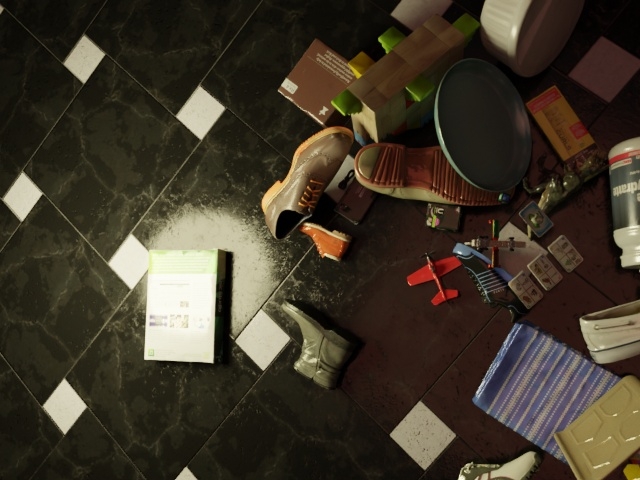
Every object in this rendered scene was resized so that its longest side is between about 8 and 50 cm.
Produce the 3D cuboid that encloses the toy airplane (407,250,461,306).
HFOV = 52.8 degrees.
[{"bbox_3d":[0.294,0.098,1.627,0.151,0.028,0.151,-3,82,19],"label":"toy airplane"}]

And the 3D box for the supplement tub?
[{"bbox_3d":[0.735,-0.081,1.399,0.191,0.191,0.272,-4,82,20],"label":"supplement tub"}]

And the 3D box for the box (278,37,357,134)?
[{"bbox_3d":[0.032,-0.384,1.687,0.168,0.203,0.167,41,98,19],"label":"box"}]

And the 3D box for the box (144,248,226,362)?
[{"bbox_3d":[-0.389,0.186,1.857,0.232,0.058,0.322,-1,85,20],"label":"box"}]

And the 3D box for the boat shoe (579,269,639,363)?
[{"bbox_3d":[0.743,0.132,1.399,0.367,0.136,0.157,-25,90,23],"label":"boat shoe"}]

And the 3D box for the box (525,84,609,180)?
[{"bbox_3d":[0.589,-0.251,1.542,0.087,0.058,0.232,-31,74,15],"label":"box"}]

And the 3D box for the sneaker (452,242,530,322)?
[{"bbox_3d":[0.404,0.101,1.558,0.232,0.081,0.090,38,90,19],"label":"sneaker"}]

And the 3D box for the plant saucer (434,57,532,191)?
[{"bbox_3d":[0.375,-0.265,1.505,0.043,0.317,0.318,-13,77,55],"label":"plant saucer"}]

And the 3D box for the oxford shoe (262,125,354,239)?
[{"bbox_3d":[-0.023,-0.139,1.658,0.364,0.130,0.133,-50,39,39],"label":"oxford shoe"}]

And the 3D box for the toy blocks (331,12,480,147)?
[{"bbox_3d":[0.214,-0.365,1.597,0.381,0.261,0.191,-41,69,-7],"label":"toy blocks"}]

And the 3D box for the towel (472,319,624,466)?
[{"bbox_3d":[0.553,0.368,1.496,0.336,0.040,0.243,31,96,20],"label":"towel"}]

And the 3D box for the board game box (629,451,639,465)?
[{"bbox_3d":[0.748,0.528,1.335,0.144,0.142,0.275,-23,82,16],"label":"board game box"}]

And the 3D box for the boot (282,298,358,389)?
[{"bbox_3d":[-0.033,0.275,1.704,0.246,0.083,0.161,34,102,22],"label":"boot"}]

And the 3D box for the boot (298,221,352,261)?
[{"bbox_3d":[0.000,0.000,1.734,0.157,0.059,0.085,22,97,20],"label":"boot"}]

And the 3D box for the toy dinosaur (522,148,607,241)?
[{"bbox_3d":[0.538,-0.128,1.509,0.118,0.064,0.268,48,124,17],"label":"toy dinosaur"}]

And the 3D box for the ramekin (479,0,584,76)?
[{"bbox_3d":[0.489,-0.532,1.510,0.127,0.273,0.273,37,97,32],"label":"ramekin"}]

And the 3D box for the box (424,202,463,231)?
[{"bbox_3d":[0.312,-0.058,1.626,0.083,0.052,0.062,9,88,20],"label":"box"}]

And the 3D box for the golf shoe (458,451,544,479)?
[{"bbox_3d":[0.391,0.560,1.502,0.273,0.105,0.120,-41,65,11],"label":"golf shoe"}]

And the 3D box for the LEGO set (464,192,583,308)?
[{"bbox_3d":[0.468,0.011,1.518,0.182,0.060,0.244,-41,91,-6],"label":"LEGO set"}]

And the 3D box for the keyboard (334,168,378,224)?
[{"bbox_3d":[0.105,-0.143,1.730,0.108,0.023,0.180,34,95,14],"label":"keyboard"}]

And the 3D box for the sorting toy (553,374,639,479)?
[{"bbox_3d":[0.613,0.410,1.308,0.229,0.307,0.041,-42,97,11],"label":"sorting toy"}]

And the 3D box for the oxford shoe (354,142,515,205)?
[{"bbox_3d":[0.280,-0.161,1.615,0.396,0.146,0.141,12,82,2],"label":"oxford shoe"}]
